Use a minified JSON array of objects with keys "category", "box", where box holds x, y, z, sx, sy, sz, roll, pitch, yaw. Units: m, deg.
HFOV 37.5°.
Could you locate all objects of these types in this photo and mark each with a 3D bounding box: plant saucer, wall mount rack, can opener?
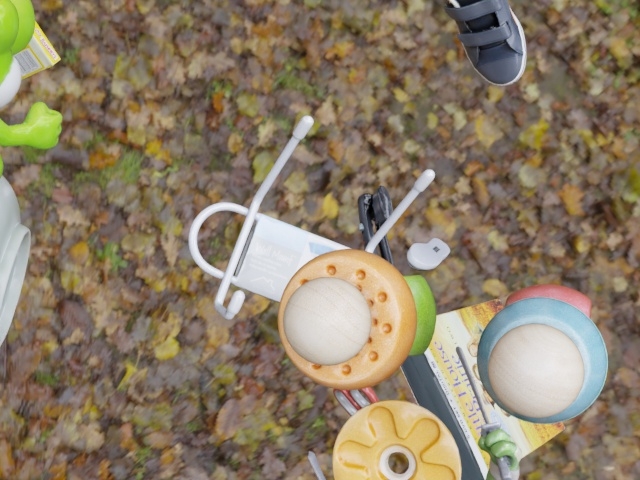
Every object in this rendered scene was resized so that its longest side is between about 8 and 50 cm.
[{"category":"plant saucer","box":[-0.559,0.069,1.569,0.101,0.400,0.400,13,67,-10]},{"category":"wall mount rack","box":[0.000,0.000,1.379,0.350,0.130,0.304,21,88,-21]},{"category":"can opener","box":[0.097,-0.001,1.636,0.059,0.073,0.186,-2,72,-5]}]

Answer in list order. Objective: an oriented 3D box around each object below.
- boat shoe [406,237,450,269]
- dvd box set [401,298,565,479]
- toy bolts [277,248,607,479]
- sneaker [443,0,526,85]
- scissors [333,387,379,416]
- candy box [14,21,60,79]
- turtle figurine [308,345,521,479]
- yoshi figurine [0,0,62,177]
[{"category":"boat shoe","box":[0.167,0.030,1.497,0.049,0.040,0.142,45,24,14]},{"category":"dvd box set","box":[0.309,0.275,1.801,0.420,0.062,0.307,-4,66,-57]},{"category":"toy bolts","box":[0.084,0.110,0.662,0.229,0.158,0.218,-4,87,17]},{"category":"sneaker","box":[0.309,-0.451,1.845,0.127,0.126,0.321,-37,110,-60]},{"category":"scissors","box":[0.139,0.352,1.640,0.297,0.109,0.021,45,56,3]},{"category":"candy box","box":[-0.506,-0.294,1.479,0.105,0.206,0.027,61,39,-22]},{"category":"turtle figurine","box":[0.115,0.270,0.922,0.198,0.266,0.274,-11,93,-12]},{"category":"yoshi figurine","box":[-0.434,-0.188,1.169,0.204,0.362,0.203,-14,63,-41]}]
